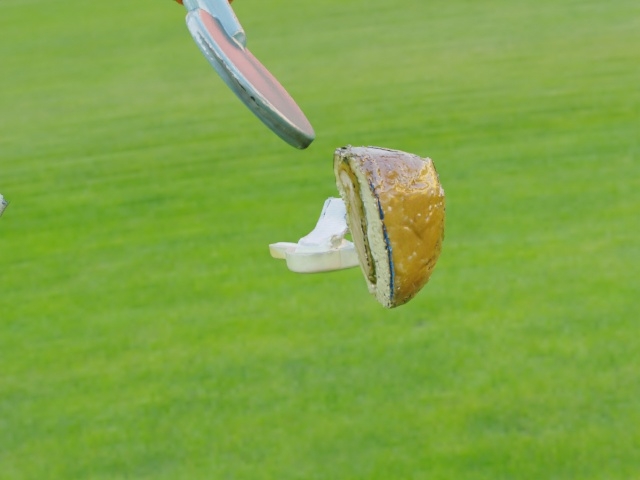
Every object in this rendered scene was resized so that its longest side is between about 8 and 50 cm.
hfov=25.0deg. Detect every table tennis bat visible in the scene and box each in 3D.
[{"bbox_3d":[-0.074,-0.162,1.259,0.038,0.149,0.237,-42,43,12],"label":"table tennis bat"}]

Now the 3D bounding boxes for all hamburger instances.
[{"bbox_3d":[0.083,-0.025,1.396,0.102,0.176,0.087,-20,20,-10],"label":"hamburger"}]

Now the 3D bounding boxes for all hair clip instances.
[{"bbox_3d":[-0.003,0.002,2.062,0.159,0.071,0.218,-6,17,15],"label":"hair clip"}]

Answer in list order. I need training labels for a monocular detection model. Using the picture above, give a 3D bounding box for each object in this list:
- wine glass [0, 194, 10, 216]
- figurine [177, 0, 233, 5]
[{"bbox_3d":[-0.315,-0.011,1.300,0.039,0.083,0.042,34,-12,-31],"label":"wine glass"},{"bbox_3d":[-0.192,-0.474,1.892,0.241,0.306,0.412,-30,-12,7],"label":"figurine"}]
